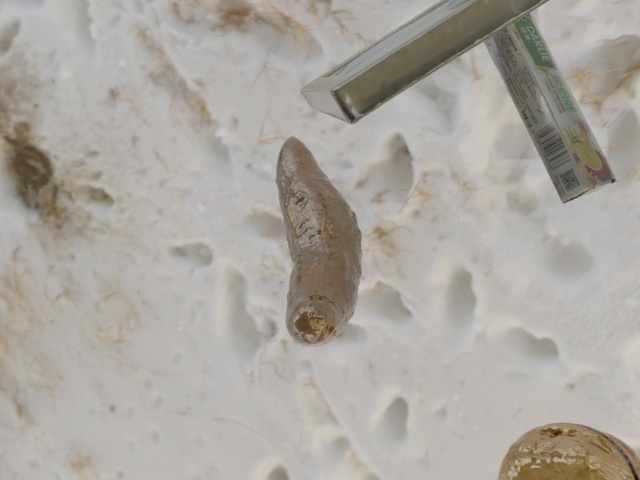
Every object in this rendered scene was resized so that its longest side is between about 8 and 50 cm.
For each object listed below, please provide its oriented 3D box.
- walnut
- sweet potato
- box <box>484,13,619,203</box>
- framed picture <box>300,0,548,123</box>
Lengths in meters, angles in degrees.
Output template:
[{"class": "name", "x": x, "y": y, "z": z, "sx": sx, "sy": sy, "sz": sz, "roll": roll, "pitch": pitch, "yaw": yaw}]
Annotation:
[{"class": "walnut", "x": 0.307, "y": 0.290, "z": 1.019, "sx": 0.180, "sy": 0.144, "sz": 0.144, "roll": -13, "pitch": 98, "yaw": 43}, {"class": "sweet potato", "x": 0.002, "y": 0.003, "z": 0.978, "sx": 0.092, "sy": 0.342, "sz": 0.114, "roll": -31, "pitch": 127, "yaw": 21}, {"class": "box", "x": 0.207, "y": -0.136, "z": 0.779, "sx": 0.041, "sy": 0.049, "sz": 0.207, "roll": -35, "pitch": 78, "yaw": 53}, {"class": "framed picture", "x": 0.120, "y": -0.142, "z": 0.399, "sx": 0.289, "sy": 0.213, "sz": 0.016, "roll": -32, "pitch": 101, "yaw": 2}]
